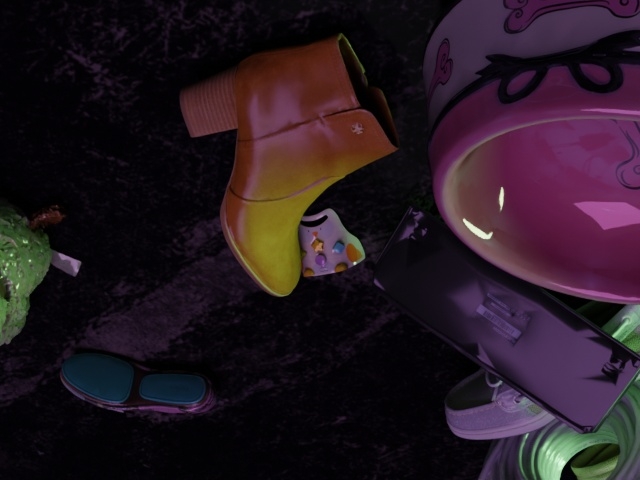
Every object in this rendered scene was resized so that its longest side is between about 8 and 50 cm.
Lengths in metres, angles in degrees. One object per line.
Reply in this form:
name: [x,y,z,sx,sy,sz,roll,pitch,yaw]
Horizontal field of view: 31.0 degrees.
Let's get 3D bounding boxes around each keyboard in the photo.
keyboard: [0.224,0.057,1.294,0.317,0.033,0.201,35,114,10]

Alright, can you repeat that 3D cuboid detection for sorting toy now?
sorting toy: [0.000,0.000,1.373,0.083,0.045,0.075,-11,106,23]

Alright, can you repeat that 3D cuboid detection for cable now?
cable: [0.312,0.266,1.361,0.257,0.257,0.089,-9,134,43]

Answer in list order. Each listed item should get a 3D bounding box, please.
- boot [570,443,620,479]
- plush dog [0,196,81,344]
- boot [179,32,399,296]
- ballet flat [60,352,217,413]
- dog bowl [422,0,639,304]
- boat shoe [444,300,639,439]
boot: [0.464,0.303,1.450,0.262,0.095,0.203,-27,95,1]
plush dog: [-0.425,0.054,1.402,0.210,0.225,0.262,-15,124,26]
boot: [-0.010,-0.072,1.263,0.211,0.104,0.295,-10,120,22]
ballet flat: [-0.249,0.209,1.594,0.221,0.077,0.079,6,150,10]
dog bowl: [0.281,-0.079,1.062,0.408,0.150,0.408,11,153,6]
boat shoe: [0.277,0.136,1.362,0.320,0.118,0.103,-27,112,28]
